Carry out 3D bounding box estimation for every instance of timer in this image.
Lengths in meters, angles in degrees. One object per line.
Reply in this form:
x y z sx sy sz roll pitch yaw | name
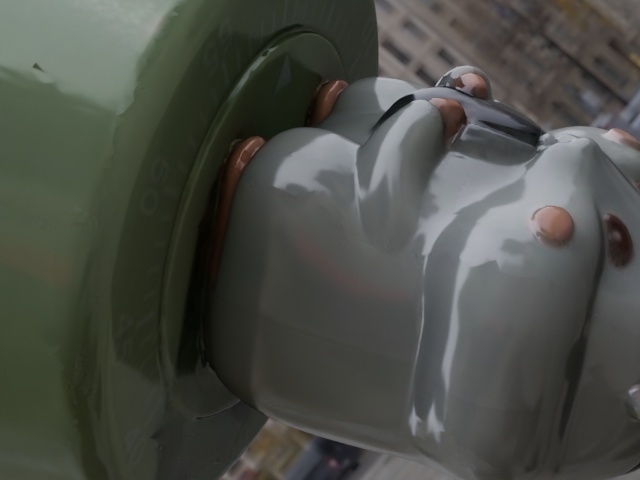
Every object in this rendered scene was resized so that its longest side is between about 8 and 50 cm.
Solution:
0.000 0.000 0.633 0.291 0.315 0.291 17 -90 -71 | timer
